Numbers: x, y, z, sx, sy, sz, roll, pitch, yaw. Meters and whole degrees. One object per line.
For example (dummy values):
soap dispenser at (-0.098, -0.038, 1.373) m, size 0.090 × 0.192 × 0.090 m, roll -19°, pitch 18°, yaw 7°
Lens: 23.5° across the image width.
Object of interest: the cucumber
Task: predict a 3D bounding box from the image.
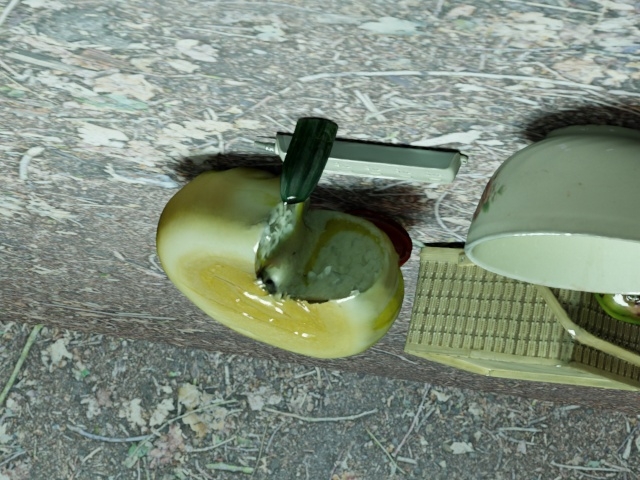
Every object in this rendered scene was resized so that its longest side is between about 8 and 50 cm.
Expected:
cucumber at (-0.017, -0.086, 1.719) m, size 0.048 × 0.105 × 0.048 m, roll 17°, pitch 164°, yaw 5°

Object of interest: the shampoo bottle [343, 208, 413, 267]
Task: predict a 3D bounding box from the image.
shampoo bottle at (0.030, 0.043, 2.223) m, size 0.118 × 0.076 × 0.314 m, roll 16°, pitch 158°, yaw -12°

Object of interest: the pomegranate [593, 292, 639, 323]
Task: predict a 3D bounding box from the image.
pomegranate at (0.418, 0.046, 2.026) m, size 0.130 × 0.130 × 0.130 m, roll 8°, pitch 168°, yaw 2°

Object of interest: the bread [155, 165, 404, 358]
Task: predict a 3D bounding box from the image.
bread at (-0.051, 0.023, 2.006) m, size 0.333 × 0.160 × 0.333 m, roll 20°, pitch 151°, yaw 12°

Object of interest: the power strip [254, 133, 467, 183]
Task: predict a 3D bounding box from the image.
power strip at (0.044, -0.096, 1.797) m, size 0.252 × 0.027 × 0.060 m, roll 6°, pitch 168°, yaw 9°

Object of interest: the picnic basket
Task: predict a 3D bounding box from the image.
picnic basket at (0.310, 0.105, 2.222) m, size 0.313 × 0.175 × 0.228 m, roll 2°, pitch 168°, yaw 43°

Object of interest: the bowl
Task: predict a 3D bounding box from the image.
bowl at (0.297, -0.036, 1.631) m, size 0.277 × 0.145 × 0.277 m, roll 9°, pitch 169°, yaw 2°
